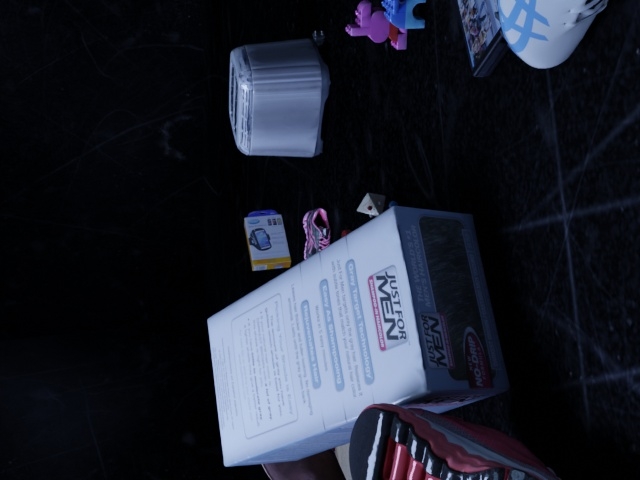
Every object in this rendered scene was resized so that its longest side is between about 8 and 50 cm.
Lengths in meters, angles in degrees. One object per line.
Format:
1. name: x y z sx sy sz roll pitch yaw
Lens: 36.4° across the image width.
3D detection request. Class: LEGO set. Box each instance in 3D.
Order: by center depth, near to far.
1. LEGO set: 0.063 -0.311 1.063 0.087 0.093 0.227 -118 26 -60

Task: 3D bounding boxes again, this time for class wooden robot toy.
1. wooden robot toy: 0.072 0.025 1.239 0.173 0.076 0.079 95 153 -42

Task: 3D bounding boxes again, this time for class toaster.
1. toaster: -0.069 -0.235 1.585 0.227 0.146 0.129 98 161 -46

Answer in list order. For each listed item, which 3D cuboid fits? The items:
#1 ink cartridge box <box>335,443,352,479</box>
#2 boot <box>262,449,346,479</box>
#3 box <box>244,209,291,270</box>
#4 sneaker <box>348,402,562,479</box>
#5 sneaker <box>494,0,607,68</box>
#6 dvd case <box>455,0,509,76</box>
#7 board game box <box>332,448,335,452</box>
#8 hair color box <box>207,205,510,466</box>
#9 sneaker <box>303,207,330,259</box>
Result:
1. ink cartridge box: 0.076 0.219 1.243 0.193 0.088 0.234 -122 27 -67
2. boot: 0.033 0.354 1.300 0.248 0.090 0.207 44 171 -14
3. box: -0.113 -0.002 2.042 0.028 0.081 0.136 101 160 -54
4. sneaker: 0.165 0.213 0.811 0.314 0.136 0.116 27 111 49
5. sneaker: 0.177 -0.188 0.638 0.086 0.085 0.237 50 160 22
6. dvd case: 0.158 -0.273 0.814 0.253 0.022 0.180 120 142 -69
7. board game box: 0.023 0.335 1.683 0.133 0.033 0.168 160 110 -83
8. hair color box: 0.021 0.119 1.063 0.374 0.114 0.185 -32 61 49
9. sneaker: 0.000 0.000 1.625 0.057 0.047 0.119 140 123 -62
